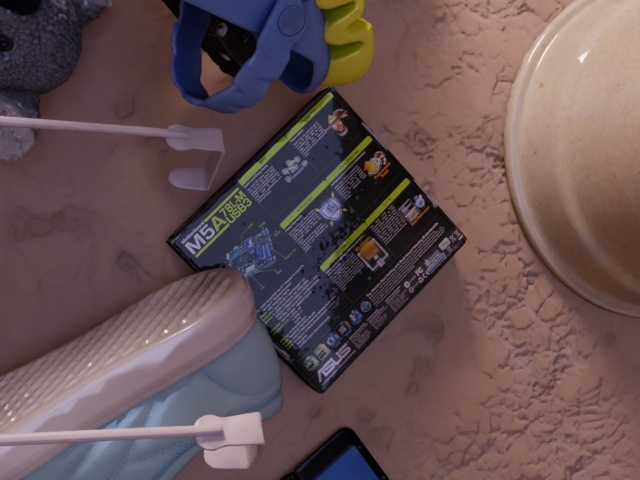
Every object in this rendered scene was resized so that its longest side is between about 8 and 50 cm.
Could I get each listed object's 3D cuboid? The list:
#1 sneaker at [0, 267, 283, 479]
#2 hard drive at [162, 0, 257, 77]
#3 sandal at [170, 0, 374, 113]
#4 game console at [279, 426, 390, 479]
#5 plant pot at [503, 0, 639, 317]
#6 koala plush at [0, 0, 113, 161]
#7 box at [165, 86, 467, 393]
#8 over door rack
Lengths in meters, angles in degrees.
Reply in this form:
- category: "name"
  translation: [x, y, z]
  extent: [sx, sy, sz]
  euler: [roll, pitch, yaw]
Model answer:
- category: "sneaker"
  translation: [-0.188, 0.170, 0.652]
  extent: [0.365, 0.135, 0.150]
  euler: [-28, 110, -7]
- category: "hard drive"
  translation: [-0.074, -0.304, 0.620]
  extent: [0.237, 0.064, 0.339]
  euler: [-53, 139, -8]
- category: "sandal"
  translation: [-0.064, -0.200, 0.555]
  extent: [0.138, 0.126, 0.317]
  euler: [-39, 133, -17]
- category: "game console"
  translation: [0.024, 0.243, 0.749]
  extent: [0.071, 0.107, 0.122]
  euler: [-32, 101, 15]
- category: "plant pot"
  translation: [0.372, -0.088, 0.720]
  extent: [0.333, 0.305, 0.334]
  euler: [0, 91, -16]
- category: "koala plush"
  translation: [-0.262, -0.180, 0.616]
  extent: [0.221, 0.203, 0.196]
  euler: [31, 69, -35]
- category: "box"
  translation: [0.000, 0.000, 0.748]
  extent: [0.184, 0.045, 0.191]
  euler: [46, 80, -10]
- category: "over door rack"
  translation: [-0.176, 0.003, 0.506]
  extent: [0.324, 0.108, 0.240]
  euler: [9, 58, -33]
